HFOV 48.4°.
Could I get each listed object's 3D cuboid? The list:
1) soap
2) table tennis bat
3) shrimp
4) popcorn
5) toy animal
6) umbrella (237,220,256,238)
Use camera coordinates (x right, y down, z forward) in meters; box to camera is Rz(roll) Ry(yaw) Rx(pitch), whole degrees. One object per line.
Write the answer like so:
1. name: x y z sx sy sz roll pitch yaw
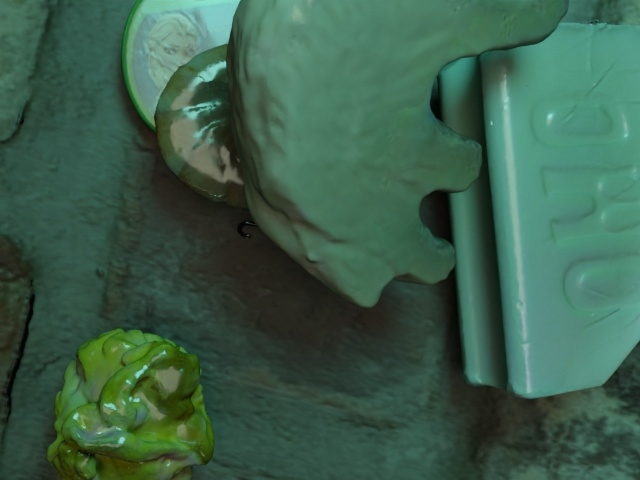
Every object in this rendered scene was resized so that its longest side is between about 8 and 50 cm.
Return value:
1. soap: 0.200 -0.027 0.599 0.173 0.095 0.289 -5 90 -21
2. table tennis bat: -0.096 -0.199 0.615 0.161 0.039 0.257 -8 92 -11
3. shrimp: -0.011 -0.099 0.605 0.254 0.059 0.145 -3 88 -16
4. popcorn: -0.150 0.145 0.568 0.126 0.126 0.145 37 68 -30
5. toy animal: 0.032 -0.126 0.525 0.266 0.188 0.307 -38 132 -11
6. umbrella: 0.001 -0.004 0.632 0.149 0.022 0.022 5 131 -6
